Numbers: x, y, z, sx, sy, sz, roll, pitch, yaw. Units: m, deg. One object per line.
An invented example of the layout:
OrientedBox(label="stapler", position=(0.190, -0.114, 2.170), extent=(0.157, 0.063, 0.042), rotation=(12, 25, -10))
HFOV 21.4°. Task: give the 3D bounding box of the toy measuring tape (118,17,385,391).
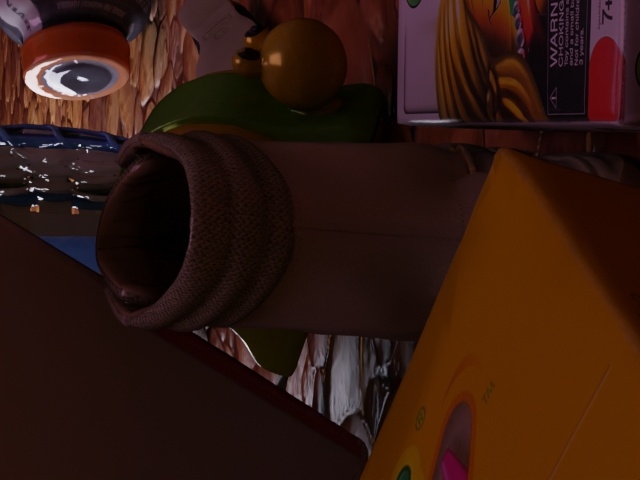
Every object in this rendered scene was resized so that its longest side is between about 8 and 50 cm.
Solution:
OrientedBox(label="toy measuring tape", position=(-0.056, 0.023, 0.868), extent=(0.121, 0.121, 0.330), rotation=(-108, 27, -47))

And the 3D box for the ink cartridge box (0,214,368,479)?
OrientedBox(label="ink cartridge box", position=(-0.156, 0.051, 0.716), extent=(0.131, 0.226, 0.306), rotation=(-61, 29, -7))

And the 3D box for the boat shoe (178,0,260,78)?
OrientedBox(label="boat shoe", position=(-0.050, -0.109, 1.020), extent=(0.043, 0.049, 0.137), rotation=(49, -173, -35))

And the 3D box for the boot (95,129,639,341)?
OrientedBox(label="boot", position=(0.000, 0.000, 0.611), extent=(0.213, 0.165, 0.077), rotation=(174, 97, -72))

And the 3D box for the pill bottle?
OrientedBox(label="pill bottle", position=(-0.208, -0.242, 1.409), extent=(0.130, 0.130, 0.246), rotation=(125, 143, -63))

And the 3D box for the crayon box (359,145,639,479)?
OrientedBox(label="crayon box", position=(0.053, 0.209, 0.372), extent=(0.313, 0.106, 0.363), rotation=(-113, 41, -61))

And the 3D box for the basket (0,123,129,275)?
OrientedBox(label="basket", position=(-0.206, 0.018, 1.181), extent=(0.289, 0.254, 0.201), rotation=(174, 98, -85))

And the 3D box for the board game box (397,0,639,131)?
OrientedBox(label="board game box", position=(0.079, -0.187, 0.540), extent=(0.193, 0.053, 0.305), rotation=(-168, 78, -74))
